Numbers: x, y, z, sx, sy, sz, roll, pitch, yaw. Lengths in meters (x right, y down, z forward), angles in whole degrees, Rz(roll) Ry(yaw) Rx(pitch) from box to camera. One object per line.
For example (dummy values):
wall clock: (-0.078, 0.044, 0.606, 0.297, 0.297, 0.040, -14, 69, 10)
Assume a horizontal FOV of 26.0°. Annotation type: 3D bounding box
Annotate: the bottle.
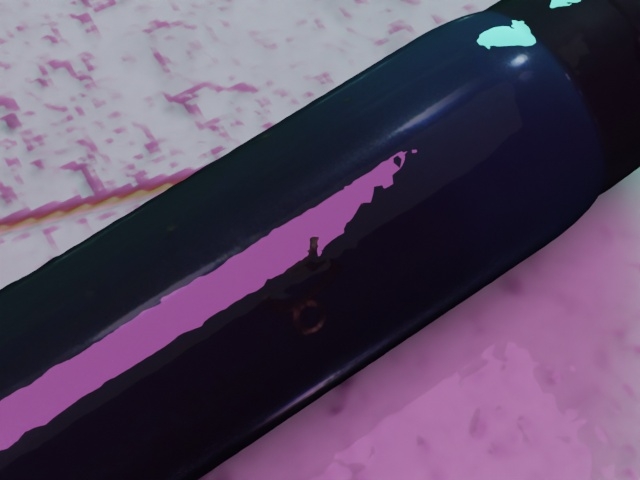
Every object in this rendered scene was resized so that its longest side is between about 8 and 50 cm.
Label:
bottle: (0.000, 0.000, 0.391, 0.244, 0.082, 0.072, -32, 114, -13)
